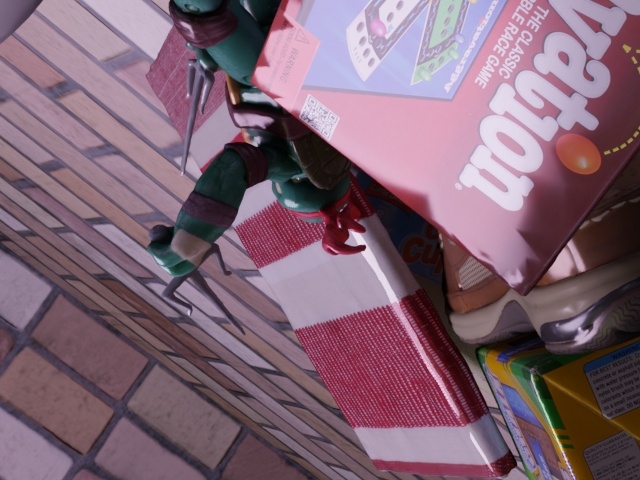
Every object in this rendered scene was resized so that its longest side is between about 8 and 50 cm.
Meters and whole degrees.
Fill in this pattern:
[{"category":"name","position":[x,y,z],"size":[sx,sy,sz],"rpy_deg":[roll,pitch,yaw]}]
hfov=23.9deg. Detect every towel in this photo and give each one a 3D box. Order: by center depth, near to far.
[{"category":"towel","position":[0.000,0.000,0.953],"size":[0.329,0.037,0.237],"rpy_deg":[60,164,-1]}]

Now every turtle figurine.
[{"category":"turtle figurine","position":[-0.037,-0.077,0.762],"size":[0.118,0.175,0.234],"rpy_deg":[-10,128,8]}]

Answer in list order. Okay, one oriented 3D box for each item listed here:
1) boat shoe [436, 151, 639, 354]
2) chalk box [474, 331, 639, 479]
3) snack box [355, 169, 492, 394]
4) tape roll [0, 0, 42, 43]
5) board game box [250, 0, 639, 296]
[{"category":"boat shoe","position":[0.121,-0.020,0.767],"size":[0.324,0.122,0.120],"rpy_deg":[164,83,-81]},{"category":"chalk box","position":[0.173,0.093,0.806],"size":[0.213,0.132,0.132],"rpy_deg":[178,69,-85]},{"category":"snack box","position":[0.165,0.075,1.036],"size":[0.322,0.060,0.187],"rpy_deg":[27,162,26]},{"category":"tape roll","position":[-0.205,-0.192,0.622],"size":[0.246,0.246,0.169],"rpy_deg":[36,166,-9]},{"category":"board game box","position":[0.071,-0.102,0.505],"size":[0.145,0.027,0.281],"rpy_deg":[38,143,8]}]
